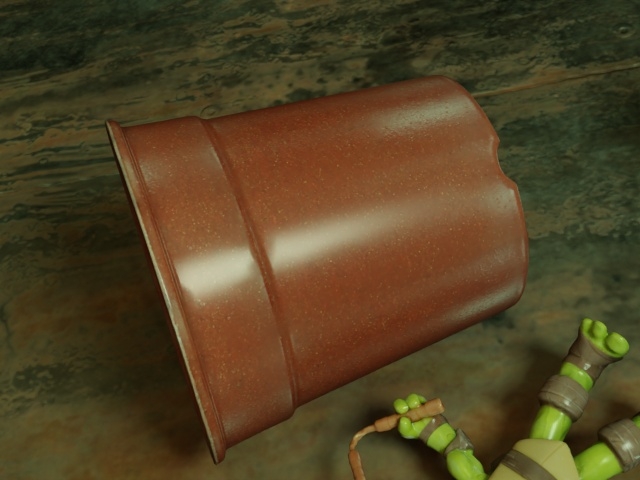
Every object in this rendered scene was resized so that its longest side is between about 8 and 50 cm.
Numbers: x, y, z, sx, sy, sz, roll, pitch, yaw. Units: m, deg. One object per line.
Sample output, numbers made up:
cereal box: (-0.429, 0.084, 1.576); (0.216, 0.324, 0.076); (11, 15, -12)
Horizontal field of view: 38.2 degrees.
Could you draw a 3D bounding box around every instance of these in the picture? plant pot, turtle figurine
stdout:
plant pot: (0.000, 0.000, 0.726); (0.265, 0.272, 0.272); (-18, 49, -11)
turtle figurine: (0.166, 0.172, 0.640); (0.217, 0.087, 0.269); (-42, 45, -13)
